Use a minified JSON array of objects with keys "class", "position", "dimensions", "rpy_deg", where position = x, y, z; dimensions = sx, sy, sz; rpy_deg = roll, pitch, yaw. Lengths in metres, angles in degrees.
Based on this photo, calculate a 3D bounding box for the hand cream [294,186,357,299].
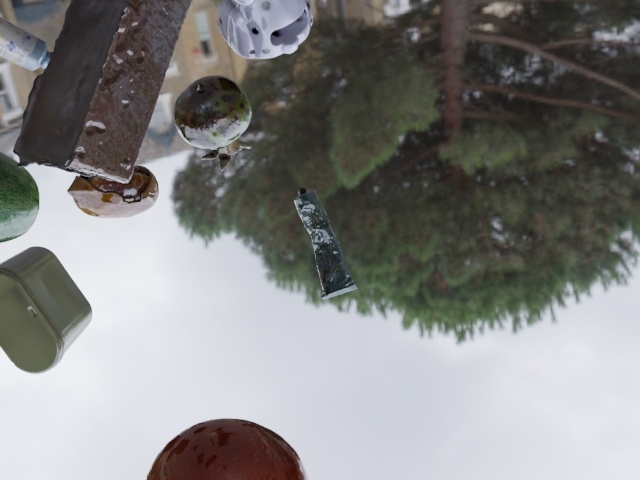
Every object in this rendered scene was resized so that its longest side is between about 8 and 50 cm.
[{"class":"hand cream","position":[-0.001,0.000,1.813],"dimensions":[0.075,0.247,0.052],"rpy_deg":[-28,163,33]}]

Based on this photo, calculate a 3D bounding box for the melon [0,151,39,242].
[{"class":"melon","position":[-0.634,-0.089,1.469],"dimensions":[0.288,0.182,0.182],"rpy_deg":[20,-172,-26]}]

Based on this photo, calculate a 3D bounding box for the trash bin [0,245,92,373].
[{"class":"trash bin","position":[-0.613,0.139,1.823],"dimensions":[0.121,0.243,0.247],"rpy_deg":[-31,-169,9]}]

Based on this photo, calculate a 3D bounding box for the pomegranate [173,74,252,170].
[{"class":"pomegranate","position":[-0.200,-0.224,1.573],"dimensions":[0.149,0.169,0.148],"rpy_deg":[4,-126,-6]}]

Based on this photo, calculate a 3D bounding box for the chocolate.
[{"class":"chocolate","position":[-0.243,-0.216,1.002],"dimensions":[0.112,0.321,0.112],"rpy_deg":[13,172,34]}]

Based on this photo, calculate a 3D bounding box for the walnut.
[{"class":"walnut","position":[-0.400,-0.097,1.634],"dimensions":[0.116,0.115,0.207],"rpy_deg":[9,-171,40]}]

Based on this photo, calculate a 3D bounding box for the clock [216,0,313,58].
[{"class":"clock","position":[-0.107,-0.475,1.527],"dimensions":[0.189,0.254,0.188],"rpy_deg":[-1,-119,2]}]

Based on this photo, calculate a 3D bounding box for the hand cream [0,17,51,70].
[{"class":"hand cream","position":[-0.415,-0.264,1.083],"dimensions":[0.171,0.065,0.043],"rpy_deg":[25,-151,-28]}]

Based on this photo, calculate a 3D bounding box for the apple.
[{"class":"apple","position":[-0.146,0.407,1.294],"dimensions":[0.261,0.260,0.216],"rpy_deg":[-12,-140,-9]}]
